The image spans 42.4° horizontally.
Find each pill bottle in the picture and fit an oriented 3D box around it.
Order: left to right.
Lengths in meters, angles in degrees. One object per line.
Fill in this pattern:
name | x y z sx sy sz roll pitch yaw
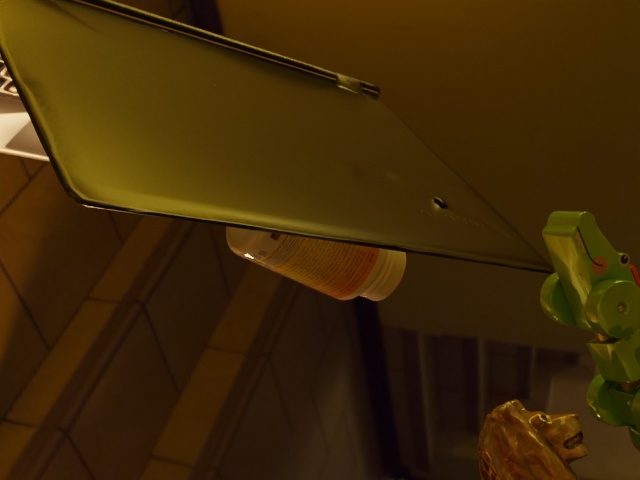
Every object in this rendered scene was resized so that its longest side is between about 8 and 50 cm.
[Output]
pill bottle | 0.000 0.000 1.020 0.215 0.117 0.117 26 65 -29

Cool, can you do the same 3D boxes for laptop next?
laptop | -0.110 -0.043 0.666 0.382 0.408 0.236 9 66 -40

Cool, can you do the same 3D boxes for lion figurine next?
lion figurine | 0.294 0.371 1.063 0.240 0.142 0.392 56 -11 35

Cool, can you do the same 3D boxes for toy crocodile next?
toy crocodile | 0.349 0.117 0.943 0.340 0.105 0.115 64 -15 -6
